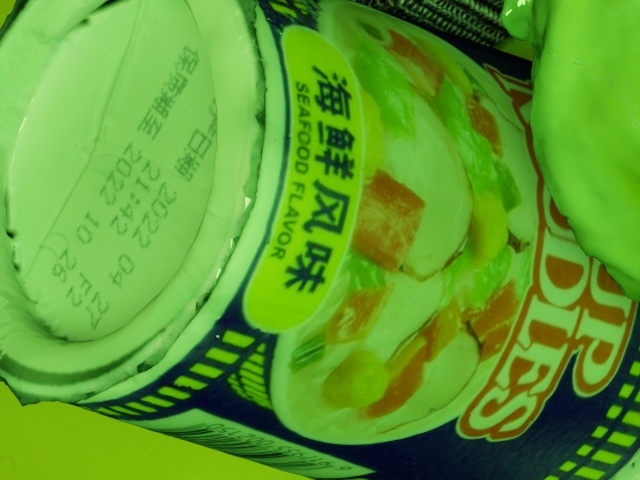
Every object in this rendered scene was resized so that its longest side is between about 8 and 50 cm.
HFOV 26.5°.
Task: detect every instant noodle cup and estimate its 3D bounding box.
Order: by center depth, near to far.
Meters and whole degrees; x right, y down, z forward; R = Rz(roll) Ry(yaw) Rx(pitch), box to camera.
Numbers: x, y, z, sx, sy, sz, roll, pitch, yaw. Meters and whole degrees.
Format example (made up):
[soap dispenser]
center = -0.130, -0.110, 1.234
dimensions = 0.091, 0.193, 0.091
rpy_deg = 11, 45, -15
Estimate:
[instant noodle cup]
center = 0.000, 0.000, 0.653
dimensions = 0.284, 0.312, 0.284
rpy_deg = -12, 70, 38

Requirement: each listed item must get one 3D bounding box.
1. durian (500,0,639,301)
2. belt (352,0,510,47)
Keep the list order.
[durian]
center = 0.200, -0.078, 0.557
dimensions = 0.204, 0.256, 0.339
rpy_deg = -22, 37, 40
[belt]
center = 0.071, -0.260, 0.794
dimensions = 0.260, 0.122, 0.324
rpy_deg = 20, 89, 48
